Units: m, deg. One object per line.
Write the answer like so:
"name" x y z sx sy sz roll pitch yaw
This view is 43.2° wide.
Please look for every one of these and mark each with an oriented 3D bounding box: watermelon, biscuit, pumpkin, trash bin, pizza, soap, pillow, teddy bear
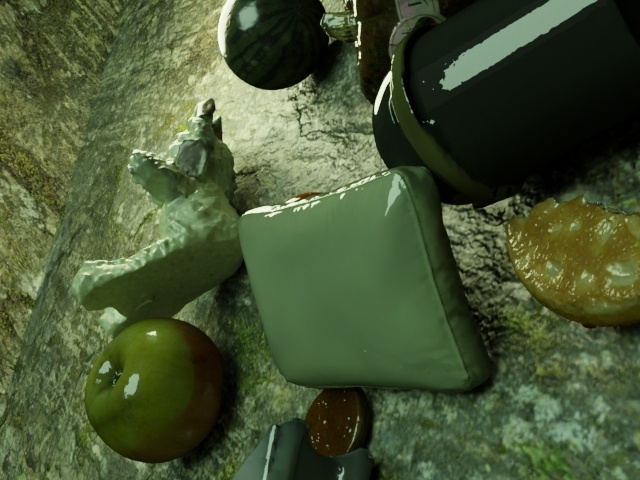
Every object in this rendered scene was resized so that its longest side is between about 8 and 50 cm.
"watermelon" -0.089 -0.383 1.502 0.212 0.212 0.212 -39 38 39
"biscuit" 0.009 0.263 1.031 0.124 0.026 0.175 20 86 62
"pumpkin" 0.095 -0.294 1.072 0.260 0.189 0.260 174 90 -89
"trash bin" 0.194 -0.160 0.860 0.333 0.214 0.214 -26 47 42
"pizza" 0.260 0.021 0.765 0.246 0.058 0.127 1 70 61
"soap" -0.082 0.378 0.969 0.257 0.159 0.302 -20 50 55
"pillow" 0.035 0.060 0.946 0.322 0.119 0.256 -10 99 50
"teddy bear" -0.299 -0.058 1.521 0.375 0.327 0.362 -27 55 -6

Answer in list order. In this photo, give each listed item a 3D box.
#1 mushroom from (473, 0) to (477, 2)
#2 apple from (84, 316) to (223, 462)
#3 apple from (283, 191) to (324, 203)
"mushroom" 0.221 -0.291 1.066 0.084 0.071 0.209 -45 37 42
"apple" -0.273 0.245 1.343 0.260 0.194 0.261 -32 42 34
"apple" 0.000 0.000 1.124 0.146 0.146 0.147 -39 38 39
